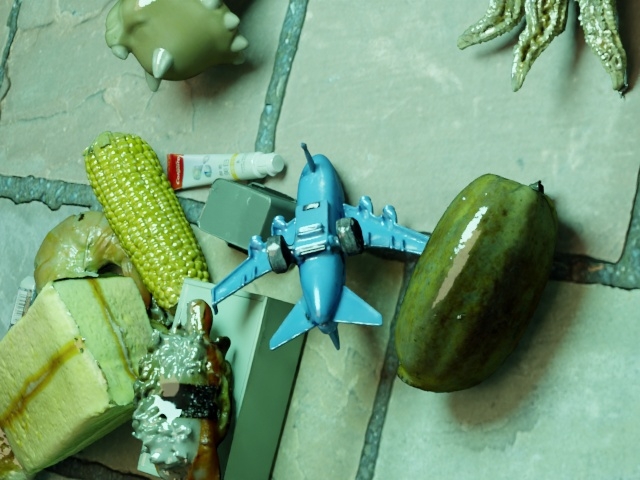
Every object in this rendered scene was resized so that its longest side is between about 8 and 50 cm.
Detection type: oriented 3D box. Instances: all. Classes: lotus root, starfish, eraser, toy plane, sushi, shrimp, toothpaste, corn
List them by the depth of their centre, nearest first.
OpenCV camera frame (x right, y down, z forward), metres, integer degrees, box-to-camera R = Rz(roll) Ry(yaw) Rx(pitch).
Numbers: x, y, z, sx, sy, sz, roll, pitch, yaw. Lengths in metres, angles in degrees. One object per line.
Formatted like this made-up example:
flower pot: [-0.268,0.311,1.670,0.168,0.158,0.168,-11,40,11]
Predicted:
lotus root: [0.156,0.044,1.686,0.241,0.124,0.123,-67,18,7]
starfish: [0.266,-0.285,1.722,0.301,0.084,0.293,18,93,44]
sushi: [-0.153,0.171,1.805,0.097,0.103,0.226,-11,64,34]
toy plane: [0.000,0.000,1.812,0.254,0.105,0.271,-13,52,11]
toothpaste: [-0.120,-0.087,2.010,0.190,0.031,0.048,-3,87,42]
corn: [-0.207,-0.023,2.019,0.260,0.091,0.091,62,157,27]
shrimp: [-0.257,0.056,2.062,0.267,0.061,0.145,36,93,41]
eraser: [-0.385,0.095,2.177,0.027,0.019,0.099,9,84,25]

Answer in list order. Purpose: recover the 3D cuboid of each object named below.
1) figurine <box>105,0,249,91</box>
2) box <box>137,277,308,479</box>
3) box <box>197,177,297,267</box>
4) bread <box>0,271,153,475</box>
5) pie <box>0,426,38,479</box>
figurine: [-0.137,-0.285,1.999,0.173,0.247,0.177,59,148,-5]
box: [-0.107,0.168,1.890,0.129,0.086,0.225,11,85,39]
box: [-0.078,-0.024,1.931,0.122,0.069,0.084,21,89,41]
bread: [-0.322,0.170,1.952,0.264,0.163,0.167,-34,78,22]
pie: [-0.396,0.223,2.115,0.163,0.079,0.193,-16,71,21]
